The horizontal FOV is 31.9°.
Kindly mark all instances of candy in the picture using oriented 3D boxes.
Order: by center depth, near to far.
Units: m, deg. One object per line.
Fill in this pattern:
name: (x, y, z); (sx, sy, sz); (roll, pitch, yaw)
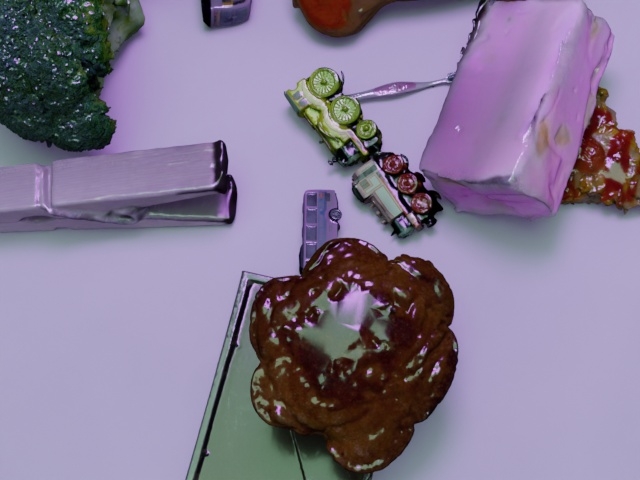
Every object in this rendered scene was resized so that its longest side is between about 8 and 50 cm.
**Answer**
candy: (0.238, -0.162, 1.351); (0.156, 0.116, 0.265); (8, 68, 40)

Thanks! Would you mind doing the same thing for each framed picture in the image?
framed picture: (-0.028, 0.193, 1.326); (0.213, 0.016, 0.289); (12, 72, 6)

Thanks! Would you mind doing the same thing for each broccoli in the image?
broccoli: (-0.335, -0.248, 1.401); (0.269, 0.254, 0.269); (7, 37, -5)

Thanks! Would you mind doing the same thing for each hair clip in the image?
hair clip: (-0.271, -0.061, 1.386); (0.331, 0.101, 0.085); (-3, 75, 4)

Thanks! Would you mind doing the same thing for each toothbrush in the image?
toothbrush: (0.090, -0.193, 1.450); (0.204, 0.022, 0.017); (-12, 68, 2)

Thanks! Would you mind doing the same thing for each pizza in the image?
pizza: (0.352, -0.095, 1.381); (0.199, 0.062, 0.188); (24, 77, 10)

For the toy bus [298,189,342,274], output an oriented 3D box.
toy bus: (0.000, 0.000, 1.370); (0.052, 0.037, 0.130); (3, 63, -4)

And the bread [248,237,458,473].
bread: (0.031, 0.113, 1.253); (0.232, 0.135, 0.246); (30, 82, -2)

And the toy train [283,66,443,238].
toy train: (0.055, -0.108, 1.402); (0.085, 0.053, 0.249); (-38, 79, 3)

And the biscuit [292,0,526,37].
biscuit: (0.155, -0.447, 1.416); (0.394, 0.076, 0.368); (-1, 102, 3)

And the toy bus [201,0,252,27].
toy bus: (-0.130, -0.371, 1.502); (0.072, 0.057, 0.171); (-3, 71, -8)
